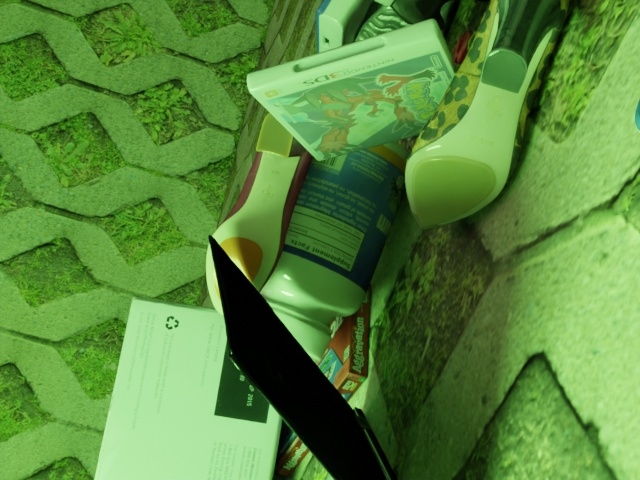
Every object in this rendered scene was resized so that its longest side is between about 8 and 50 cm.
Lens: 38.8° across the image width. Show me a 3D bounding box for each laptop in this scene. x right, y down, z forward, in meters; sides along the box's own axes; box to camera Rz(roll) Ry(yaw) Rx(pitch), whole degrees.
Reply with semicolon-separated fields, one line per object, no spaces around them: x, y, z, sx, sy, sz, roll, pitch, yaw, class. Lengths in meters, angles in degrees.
-0.046;0.256;0.847;0.382;0.236;0.408;-124;52;-75;laptop

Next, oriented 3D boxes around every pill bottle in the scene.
0.000;0.000;1.103;0.272;0.152;0.152;-69;12;-10;pill bottle

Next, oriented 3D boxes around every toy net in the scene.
0.130;-0.186;1.093;0.232;0.045;0.122;173;113;-76;toy net

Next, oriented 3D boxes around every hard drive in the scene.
0.094;-0.384;1.168;0.319;0.040;0.210;-58;-3;-4;hard drive

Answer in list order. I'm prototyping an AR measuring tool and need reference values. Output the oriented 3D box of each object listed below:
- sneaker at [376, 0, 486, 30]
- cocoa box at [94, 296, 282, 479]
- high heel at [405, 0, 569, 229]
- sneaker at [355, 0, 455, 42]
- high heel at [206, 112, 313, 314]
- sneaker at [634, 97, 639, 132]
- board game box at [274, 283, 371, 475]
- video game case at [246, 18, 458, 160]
0.171;-0.327;1.028;0.234;0.106;0.078;-46;7;5;sneaker
-0.177;0.272;1.284;0.228;0.231;0.347;125;155;-80;cocoa box
0.161;-0.135;0.871;0.261;0.093;0.186;111;-175;-51;high heel
0.134;-0.307;1.181;0.281;0.105;0.115;-61;-4;37;sneaker
-0.064;-0.034;1.041;0.117;0.082;0.244;-21;-56;-77;high heel
0.218;-0.141;0.571;0.058;0.084;0.152;-93;23;-55;sneaker
0.000;0.189;1.212;0.281;0.027;0.145;120;163;-46;board game box
0.049;-0.141;0.907;0.201;0.183;0.023;36;-137;-66;video game case
